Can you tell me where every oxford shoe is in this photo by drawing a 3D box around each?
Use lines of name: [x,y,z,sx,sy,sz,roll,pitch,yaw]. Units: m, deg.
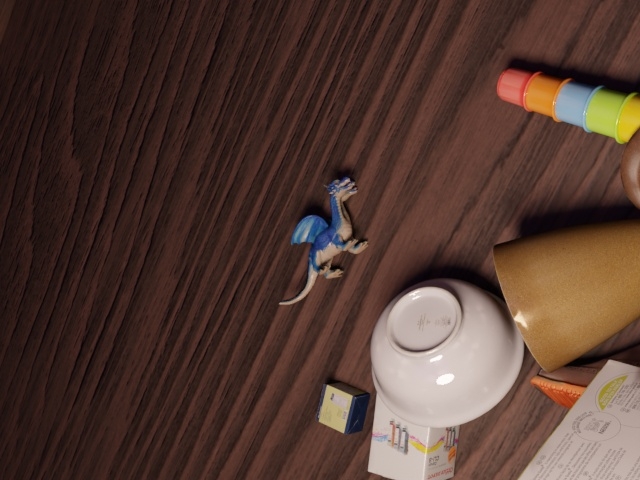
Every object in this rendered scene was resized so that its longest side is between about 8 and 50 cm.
oxford shoe: [0.530,0.235,1.673,0.364,0.130,0.132,2,62,40]

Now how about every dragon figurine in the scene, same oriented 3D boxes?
dragon figurine: [0.000,0.000,2.073,0.289,0.085,0.144,-49,60,20]

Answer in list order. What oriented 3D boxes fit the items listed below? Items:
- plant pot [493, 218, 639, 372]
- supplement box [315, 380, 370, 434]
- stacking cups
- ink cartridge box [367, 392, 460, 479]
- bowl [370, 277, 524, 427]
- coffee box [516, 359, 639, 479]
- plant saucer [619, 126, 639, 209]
plant pot: [0.455,0.066,1.669,0.254,0.237,0.237,-25,74,18]
supplement box: [0.046,0.343,2.049,0.083,0.056,0.083,19,100,36]
stacking cups: [0.452,-0.240,1.735,0.316,0.096,0.096,25,103,34]
ink cartridge box: [0.183,0.364,1.901,0.127,0.128,0.176,10,95,35]
bowl: [0.206,0.177,1.801,0.298,0.134,0.298,-16,50,20]
coffee box: [0.508,0.432,1.452,0.334,0.338,0.337,12,127,37]
plant saucer: [0.587,-0.111,1.608,0.199,0.036,0.198,7,115,14]
